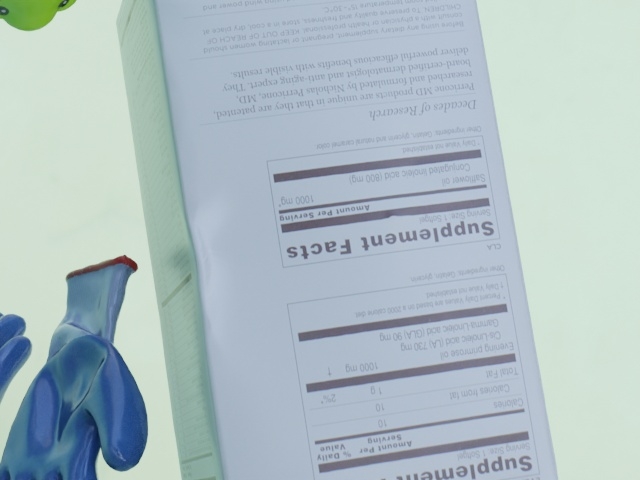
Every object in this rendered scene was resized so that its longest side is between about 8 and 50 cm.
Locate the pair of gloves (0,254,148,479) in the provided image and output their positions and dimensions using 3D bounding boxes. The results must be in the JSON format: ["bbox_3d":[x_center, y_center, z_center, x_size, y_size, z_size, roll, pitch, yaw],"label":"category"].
[{"bbox_3d":[-0.140,0.088,0.815,0.023,0.198,0.159,35,53,-35],"label":"pair of gloves"}]

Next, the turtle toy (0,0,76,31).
[{"bbox_3d":[-0.101,-0.133,0.605,0.095,0.130,0.066,-11,41,-21],"label":"turtle toy"}]

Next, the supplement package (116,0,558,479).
[{"bbox_3d":[0.000,0.000,0.772,0.134,0.139,0.244,-8,83,-12],"label":"supplement package"}]
